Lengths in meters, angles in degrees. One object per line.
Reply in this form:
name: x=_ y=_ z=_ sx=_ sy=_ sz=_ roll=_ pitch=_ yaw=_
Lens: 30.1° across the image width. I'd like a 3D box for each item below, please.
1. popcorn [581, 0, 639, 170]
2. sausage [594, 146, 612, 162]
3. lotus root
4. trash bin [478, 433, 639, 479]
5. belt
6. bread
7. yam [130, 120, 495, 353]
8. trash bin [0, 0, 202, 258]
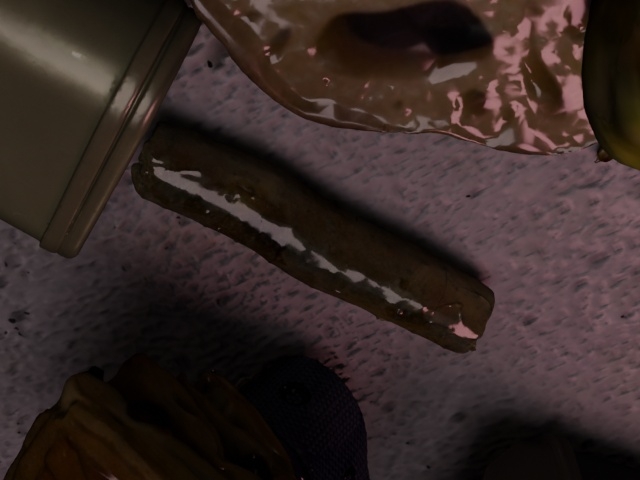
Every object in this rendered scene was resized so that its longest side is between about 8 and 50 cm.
popcorn: x=0.284 y=-0.138 z=0.568 sx=0.312 sy=0.312 sz=0.312 roll=2 pitch=124 yaw=4
sausage: x=0.241 y=-0.091 z=0.888 sx=0.015 sy=0.015 sz=0.100 roll=34 pitch=121 yaw=-17
lotus root: x=0.103 y=-0.213 z=0.766 sx=0.390 sy=0.111 sz=0.375 roll=-22 pitch=121 yaw=15
trash bin: x=0.245 y=0.301 z=1.060 sx=0.290 sy=0.182 sz=0.209 roll=15 pitch=124 yaw=-11
belt: x=-0.031 y=0.212 z=1.057 sx=0.139 sy=0.126 sz=0.230 roll=24 pitch=128 yaw=23
bread: x=-0.083 y=0.247 z=0.917 sx=0.324 sy=0.167 sz=0.277 roll=41 pitch=132 yaw=7
yam: x=0.000 y=0.000 z=0.941 sx=0.317 sy=0.071 sz=0.067 roll=27 pitch=159 yaw=-13
trash bin: x=-0.236 y=-0.124 z=0.829 sx=0.247 sy=0.121 sz=0.243 roll=28 pitch=139 yaw=-9
